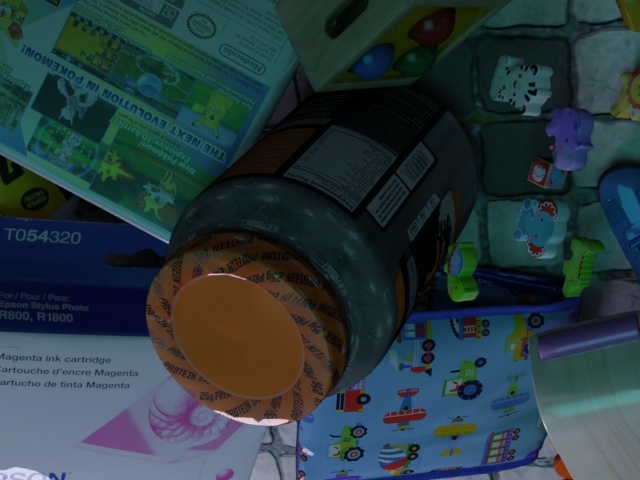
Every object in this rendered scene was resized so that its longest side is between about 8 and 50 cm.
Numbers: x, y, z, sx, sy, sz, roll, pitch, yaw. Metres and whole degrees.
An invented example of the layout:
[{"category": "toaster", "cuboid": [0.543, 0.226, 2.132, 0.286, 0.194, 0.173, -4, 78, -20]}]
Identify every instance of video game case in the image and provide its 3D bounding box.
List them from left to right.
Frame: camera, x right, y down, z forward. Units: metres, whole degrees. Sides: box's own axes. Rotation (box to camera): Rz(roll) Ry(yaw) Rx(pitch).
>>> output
[{"category": "video game case", "cuboid": [-0.184, -0.191, 0.931, 0.329, 0.036, 0.300, 28, 100, -5]}]

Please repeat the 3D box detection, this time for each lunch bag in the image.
[{"category": "lunch bag", "cuboid": [0.125, 0.137, 1.077, 0.293, 0.138, 0.221, 3, 122, -3]}]

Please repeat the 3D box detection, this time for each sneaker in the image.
[{"category": "sneaker", "cuboid": [0.321, 0.023, 0.981, 0.069, 0.082, 0.209, -25, 111, 27]}]

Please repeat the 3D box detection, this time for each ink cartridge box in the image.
[{"category": "ink cartridge box", "cuboid": [-0.198, 0.135, 1.098, 0.324, 0.071, 0.330, 3, 127, -21]}]

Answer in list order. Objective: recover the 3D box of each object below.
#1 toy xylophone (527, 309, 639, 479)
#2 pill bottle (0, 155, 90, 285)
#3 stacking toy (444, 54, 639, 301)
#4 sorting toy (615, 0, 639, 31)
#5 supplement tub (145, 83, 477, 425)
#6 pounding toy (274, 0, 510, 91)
[{"category": "toy xylophone", "cuboid": [0.334, 0.197, 1.039, 0.236, 0.081, 0.323, -9, 133, 17]}, {"category": "pill bottle", "cuboid": [-0.314, -0.057, 1.056, 0.119, 0.119, 0.208, -20, 115, 23]}, {"category": "stacking toy", "cuboid": [0.200, -0.047, 0.901, 0.167, 0.052, 0.221, 0, 112, -35]}, {"category": "sorting toy", "cuboid": [0.360, -0.179, 0.794, 0.307, 0.041, 0.229, 0, 116, -13]}, {"category": "supplement tub", "cuboid": [0.000, 0.000, 0.886, 0.193, 0.316, 0.194, 13, 123, 20]}, {"category": "pounding toy", "cuboid": [0.049, -0.192, 0.810, 0.181, 0.206, 0.094, -37, 73, 41]}]
